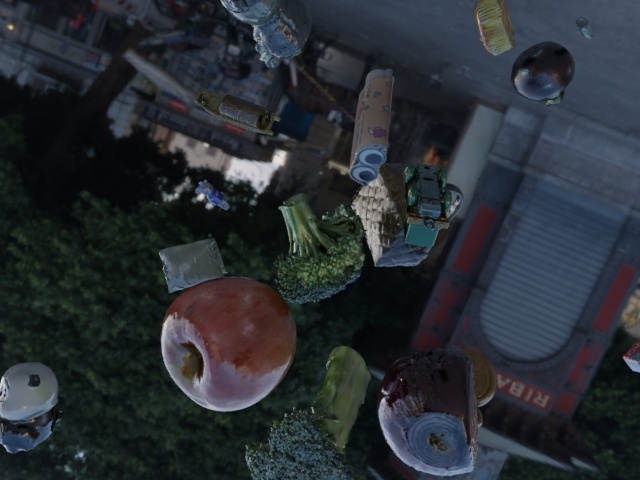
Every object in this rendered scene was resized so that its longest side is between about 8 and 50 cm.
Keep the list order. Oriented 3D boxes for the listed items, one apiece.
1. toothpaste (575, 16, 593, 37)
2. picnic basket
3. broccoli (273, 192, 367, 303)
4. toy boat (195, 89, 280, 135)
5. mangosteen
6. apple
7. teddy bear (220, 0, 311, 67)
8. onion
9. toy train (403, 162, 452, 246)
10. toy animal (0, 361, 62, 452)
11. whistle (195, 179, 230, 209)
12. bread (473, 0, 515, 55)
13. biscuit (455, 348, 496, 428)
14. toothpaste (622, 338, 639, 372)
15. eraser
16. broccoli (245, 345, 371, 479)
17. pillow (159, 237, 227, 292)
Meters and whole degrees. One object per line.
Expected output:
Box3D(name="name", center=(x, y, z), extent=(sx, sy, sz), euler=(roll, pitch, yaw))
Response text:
Box3D(name="toothpaste", center=(0.871, -0.700, 2.318), extent=(0.062, 0.039, 0.239), euler=(31, -163, 17))
Box3D(name="picnic basket", center=(0.298, -0.085, 2.213), extent=(0.337, 0.293, 0.337), euler=(13, -131, -15))
Box3D(name="broccoli", center=(0.018, 0.015, 2.012), extent=(0.249, 0.302, 0.375), euler=(22, -134, 26))
Box3D(name="toy boat", center=(-0.215, -0.334, 1.796), extent=(0.226, 0.068, 0.088), euler=(22, 172, 8))
Box3D(name="mangosteen", center=(0.759, -0.559, 2.370), extent=(0.216, 0.216, 0.216), euler=(22, -172, -3))
Box3D(name="apple", center=(-0.233, 0.265, 1.864), extent=(0.364, 0.364, 0.364), euler=(22, -172, -3))
Box3D(name="teddy bear", center=(-0.121, -0.497, 1.431), extent=(0.144, 0.171, 0.251), euler=(22, 166, 41))
Box3D(name="onion", center=(0.274, 0.449, 1.805), extent=(0.260, 0.336, 0.282), euler=(-4, -153, 13))
Box3D(name="toy train", center=(0.222, -0.080, 1.520), extent=(0.091, 0.136, 0.227), euler=(7, -141, -4))
Box3D(name="toy animal", center=(-0.646, 0.352, 1.537), extent=(0.138, 0.179, 0.166), euler=(-7, -158, -20))
Box3D(name="whistle", center=(-0.213, -0.087, 1.388), extent=(0.083, 0.033, 0.029), euler=(42, 175, -33))
Box3D(name="bread", center=(0.566, -0.703, 2.290), extent=(0.190, 0.114, 0.132), euler=(58, -150, -27))
Box3D(name="biscuit", center=(0.393, 0.447, 2.009), extent=(0.202, 0.288, 0.044), euler=(5, 149, 40))
Box3D(name="toothpaste", center=(0.727, 0.200, 1.490), extent=(0.044, 0.193, 0.070), euler=(50, 171, -10))
Box3D(name="eraser", center=(0.140, -0.313, 1.897), extent=(0.087, 0.290, 0.171), euler=(14, 145, -8))
Box3D(name="broccoli", center=(0.000, 0.344, 1.345), extent=(0.252, 0.221, 0.361), euler=(26, -136, -26))
Box3D(name="pillow", center=(-0.383, 0.071, 2.115), extent=(0.181, 0.134, 0.078), euler=(-13, -166, -1))
